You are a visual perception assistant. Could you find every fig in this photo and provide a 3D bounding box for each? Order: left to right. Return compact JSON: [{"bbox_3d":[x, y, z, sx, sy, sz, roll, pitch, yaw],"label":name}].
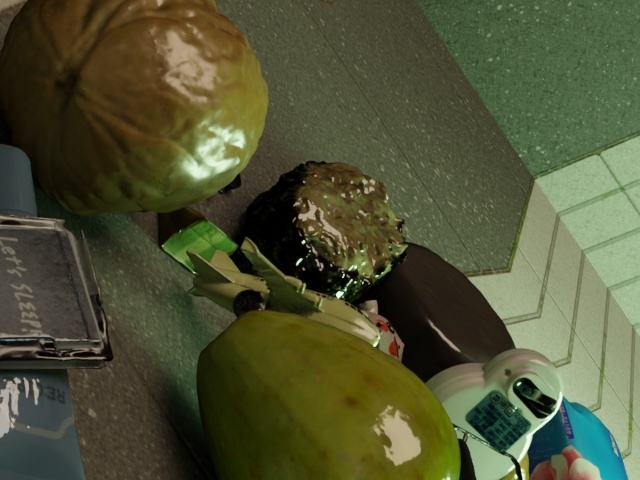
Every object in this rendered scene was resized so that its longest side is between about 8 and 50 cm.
[{"bbox_3d":[-0.002,0.210,1.598,0.326,0.258,0.258,49,18,21],"label":"fig"}]

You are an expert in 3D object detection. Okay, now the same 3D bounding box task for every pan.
[{"bbox_3d":[-0.142,-0.088,2.042,0.068,0.023,0.115,49,19,-19],"label":"pan"}]

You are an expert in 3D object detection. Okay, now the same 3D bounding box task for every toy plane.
[{"bbox_3d":[-0.049,0.084,1.739,0.244,0.229,0.092,25,62,10],"label":"toy plane"}]

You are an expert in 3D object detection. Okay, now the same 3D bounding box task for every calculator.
[{"bbox_3d":[-0.322,0.042,1.326,0.274,0.028,0.166,3,55,-37],"label":"calculator"}]

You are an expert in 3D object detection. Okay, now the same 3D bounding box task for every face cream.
[{"bbox_3d":[-0.294,0.076,1.397,0.135,0.086,0.385,23,42,-44],"label":"face cream"}]

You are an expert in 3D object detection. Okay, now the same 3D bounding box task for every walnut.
[{"bbox_3d":[-0.211,-0.169,1.666,0.333,0.333,0.333,45,23,-26],"label":"walnut"}]

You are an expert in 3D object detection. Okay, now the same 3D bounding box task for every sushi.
[{"bbox_3d":[0.000,0.000,2.018,0.211,0.171,0.350,53,20,-2],"label":"sushi"}]

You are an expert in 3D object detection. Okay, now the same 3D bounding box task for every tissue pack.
[{"bbox_3d":[0.428,0.410,2.382,0.209,0.137,0.270,44,23,-32],"label":"tissue pack"}]

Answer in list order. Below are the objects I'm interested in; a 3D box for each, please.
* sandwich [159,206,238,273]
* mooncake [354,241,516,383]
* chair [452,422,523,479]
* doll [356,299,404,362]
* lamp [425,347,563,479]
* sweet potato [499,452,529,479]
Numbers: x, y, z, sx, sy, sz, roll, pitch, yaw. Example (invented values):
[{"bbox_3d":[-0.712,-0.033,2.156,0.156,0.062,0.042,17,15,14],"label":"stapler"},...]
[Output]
[{"bbox_3d":[-0.155,-0.028,1.856,0.074,0.074,0.116,41,25,-34],"label":"sandwich"},{"bbox_3d":[0.163,0.139,2.207,0.283,0.141,0.283,39,21,-18],"label":"mooncake"},{"bbox_3d":[0.153,0.318,1.928,0.221,0.140,0.145,41,25,-27],"label":"chair"},{"bbox_3d":[0.052,0.161,1.997,0.192,0.095,0.149,-3,78,-65],"label":"doll"},{"bbox_3d":[0.226,0.240,2.050,0.179,0.246,0.108,45,13,-26],"label":"lamp"},{"bbox_3d":[0.292,0.359,2.257,0.074,0.074,0.269,20,49,-57],"label":"sweet potato"}]
